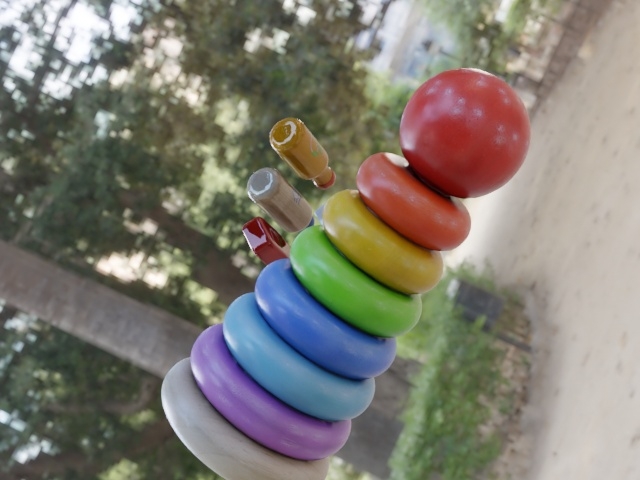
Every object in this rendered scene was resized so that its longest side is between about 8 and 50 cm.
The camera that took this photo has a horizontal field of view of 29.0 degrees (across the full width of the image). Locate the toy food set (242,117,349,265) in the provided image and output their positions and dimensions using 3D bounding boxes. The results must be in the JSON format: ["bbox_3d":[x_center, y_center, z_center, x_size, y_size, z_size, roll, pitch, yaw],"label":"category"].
[{"bbox_3d":[0.000,0.000,1.224,0.111,0.232,0.104,-35,-35,7],"label":"toy food set"}]

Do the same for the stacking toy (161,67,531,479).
[{"bbox_3d":[0.026,0.019,0.875,0.330,0.141,0.141,-56,-2,15],"label":"stacking toy"}]
